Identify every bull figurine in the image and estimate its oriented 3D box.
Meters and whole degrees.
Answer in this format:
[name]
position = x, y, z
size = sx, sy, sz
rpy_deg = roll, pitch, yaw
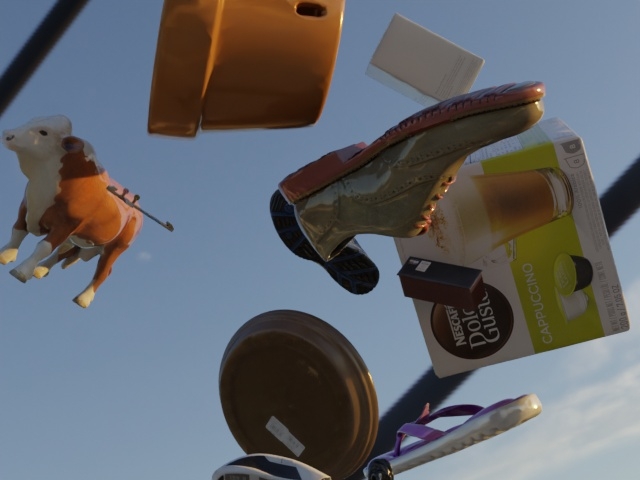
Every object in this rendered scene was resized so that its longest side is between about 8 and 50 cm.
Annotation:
[bull figurine]
position = -0.316, -0.033, 1.236
size = 0.188, 0.101, 0.310
rpy_deg = -56, -21, -6

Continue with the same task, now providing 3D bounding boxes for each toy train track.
[toy train track]
position = -0.189, -0.037, 1.052
size = 0.083, 0.048, 0.014
rpy_deg = 36, -91, -24

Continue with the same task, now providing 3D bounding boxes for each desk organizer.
[desk organizer]
position = 0.191, 0.068, 1.560
size = 0.130, 0.047, 0.050
rpy_deg = 11, -45, 34

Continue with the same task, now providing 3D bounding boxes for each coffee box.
[coffee box]
position = 0.315, 0.000, 1.741
size = 0.335, 0.337, 0.338
rpy_deg = -15, 10, 10

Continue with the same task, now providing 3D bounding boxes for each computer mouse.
[computer mouse]
position = -0.020, 0.260, 1.066
size = 0.193, 0.042, 0.106
rpy_deg = 9, -48, 5

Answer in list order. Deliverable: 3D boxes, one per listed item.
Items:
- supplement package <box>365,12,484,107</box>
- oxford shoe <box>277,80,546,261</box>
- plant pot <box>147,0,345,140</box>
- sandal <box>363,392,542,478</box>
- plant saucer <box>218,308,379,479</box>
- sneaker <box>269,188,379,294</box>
[supplement package]
position = 0.183, -0.309, 1.768
size = 0.179, 0.105, 0.105
rpy_deg = 28, -2, -2
[oxford shoe]
position = 0.115, -0.077, 1.132
size = 0.348, 0.130, 0.123
rpy_deg = -23, 2, 37
[plant pot]
position = -0.089, -0.251, 1.207
size = 0.204, 0.290, 0.291
rpy_deg = 10, -30, -8
[sandal]
position = 0.238, 0.347, 1.857
size = 0.169, 0.102, 0.416
rpy_deg = -6, -20, -48
[plant saucer]
position = -0.044, 0.241, 1.477
size = 0.278, 0.277, 0.041
rpy_deg = -32, -5, 32
[sneaker]
position = 0.000, 0.000, 1.521
size = 0.080, 0.211, 0.081
rpy_deg = -42, 13, 6
